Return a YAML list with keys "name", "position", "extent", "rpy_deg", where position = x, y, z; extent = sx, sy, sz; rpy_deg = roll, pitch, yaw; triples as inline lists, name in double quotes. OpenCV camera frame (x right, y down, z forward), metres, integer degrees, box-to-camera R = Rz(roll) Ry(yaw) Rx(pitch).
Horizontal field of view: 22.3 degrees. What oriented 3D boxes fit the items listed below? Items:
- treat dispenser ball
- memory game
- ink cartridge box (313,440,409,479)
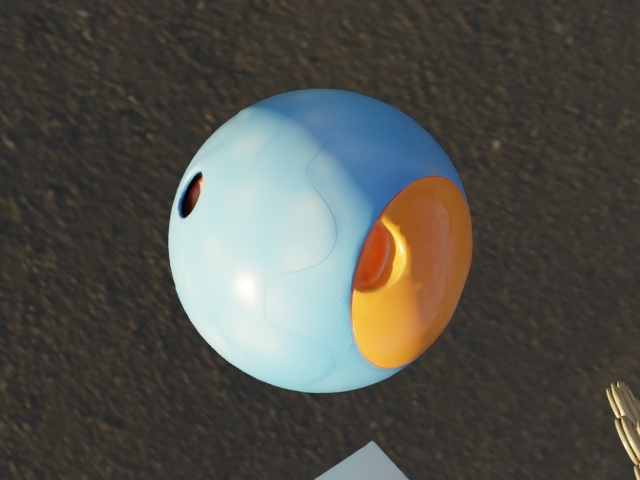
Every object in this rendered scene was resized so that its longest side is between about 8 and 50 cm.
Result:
- name: "treat dispenser ball"
  position: [0.000, 0.000, 1.538]
  extent: [0.288, 0.288, 0.288]
  rpy_deg: [-10, 111, -26]
- name: "memory game"
  position: [0.257, 0.186, 1.196]
  extent: [0.012, 0.186, 0.186]
  rpy_deg: [-27, 122, 14]
- name: "ink cartridge box"
  position: [-0.032, 0.365, 1.555]
  extent: [0.307, 0.129, 0.223]
  rpy_deg: [-30, 147, -21]
